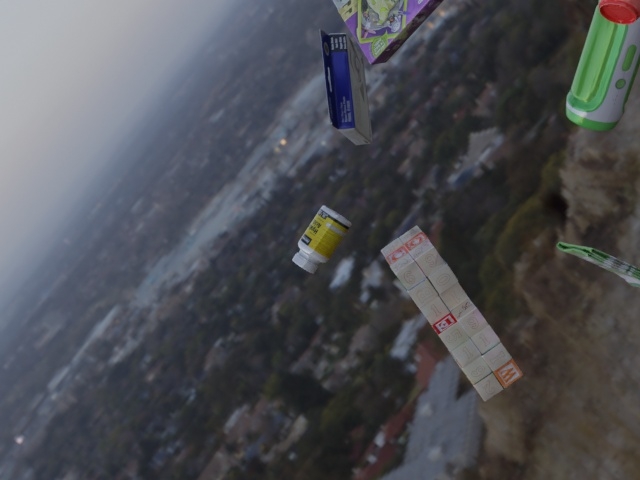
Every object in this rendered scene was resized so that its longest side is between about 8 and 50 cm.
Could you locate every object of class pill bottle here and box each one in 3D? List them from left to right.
[{"bbox_3d":[0.000,0.000,1.851,0.116,0.065,0.065,-57,11,3],"label":"pill bottle"}]

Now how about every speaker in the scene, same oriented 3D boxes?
[{"bbox_3d":[0.597,-0.380,2.093,0.131,0.131,0.296,-69,-9,-59],"label":"speaker"}]

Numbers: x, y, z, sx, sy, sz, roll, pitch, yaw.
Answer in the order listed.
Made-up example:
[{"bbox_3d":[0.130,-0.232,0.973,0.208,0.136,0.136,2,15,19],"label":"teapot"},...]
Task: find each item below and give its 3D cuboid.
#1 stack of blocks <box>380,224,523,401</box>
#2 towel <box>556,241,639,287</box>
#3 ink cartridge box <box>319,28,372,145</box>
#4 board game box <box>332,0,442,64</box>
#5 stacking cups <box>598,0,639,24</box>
[{"bbox_3d":[0.239,0.132,1.880,0.087,0.297,0.171,-35,20,2],"label":"stack of blocks"},{"bbox_3d":[0.452,0.043,1.581,0.023,0.152,0.113,-68,14,-2],"label":"towel"},{"bbox_3d":[0.061,-0.341,2.275,0.045,0.223,0.224,-8,-8,16],"label":"ink cartridge box"},{"bbox_3d":[0.146,-0.491,1.758,0.056,0.208,0.347,-11,-22,-42],"label":"board game box"},{"bbox_3d":[0.512,-0.478,1.566,0.316,0.096,0.096,-69,14,-9],"label":"stacking cups"}]
